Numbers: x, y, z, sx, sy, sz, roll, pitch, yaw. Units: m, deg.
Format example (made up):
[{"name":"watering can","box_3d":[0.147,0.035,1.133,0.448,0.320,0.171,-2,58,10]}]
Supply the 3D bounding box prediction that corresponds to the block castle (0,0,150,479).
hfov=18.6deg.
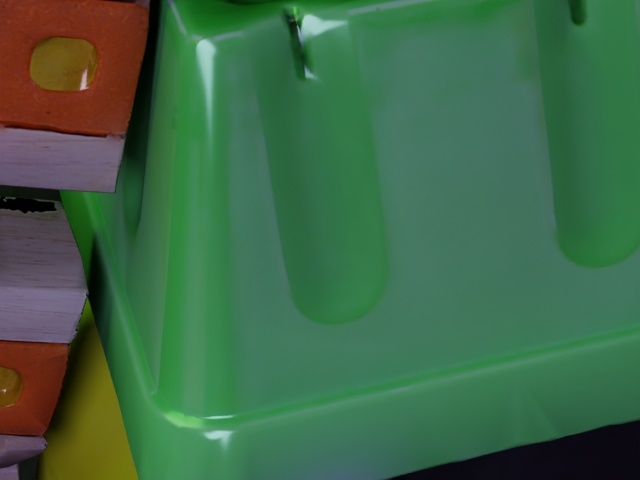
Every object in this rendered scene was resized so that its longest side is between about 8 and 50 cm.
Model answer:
[{"name":"block castle","box_3d":[-0.207,-0.104,0.771,0.303,0.213,0.453,-106,27,-45]}]

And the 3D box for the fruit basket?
[{"name":"fruit basket","box_3d":[0.000,0.000,0.831,0.392,0.283,0.392,168,90,-81]}]
